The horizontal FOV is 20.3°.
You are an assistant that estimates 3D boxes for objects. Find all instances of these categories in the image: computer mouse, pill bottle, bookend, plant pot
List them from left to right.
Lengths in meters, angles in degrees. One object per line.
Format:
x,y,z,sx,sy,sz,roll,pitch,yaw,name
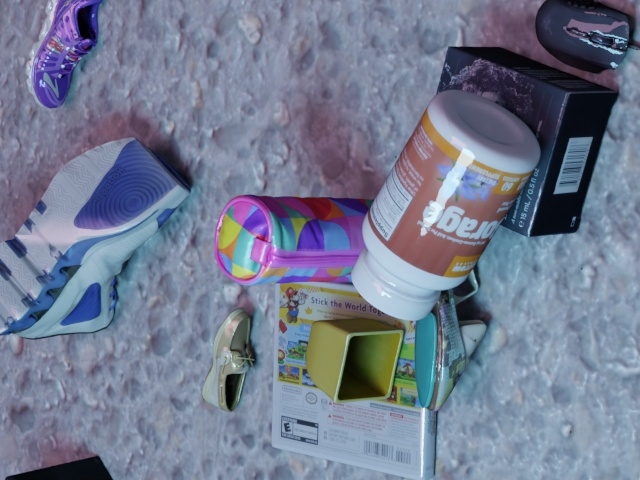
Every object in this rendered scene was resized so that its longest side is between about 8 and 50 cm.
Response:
-0.362,0.362,2.293,0.157,0.156,0.072,-50,64,32,bookend
0.028,0.123,1.962,0.083,0.081,0.081,28,112,46,plant pot
0.117,-0.030,1.758,0.121,0.121,0.216,46,123,28,pill bottle
0.307,-0.187,1.756,0.242,0.041,0.071,23,108,36,computer mouse

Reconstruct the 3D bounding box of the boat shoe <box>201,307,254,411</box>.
-0.102,0.144,2.128,0.045,0.050,0.135,33,124,30,boat shoe

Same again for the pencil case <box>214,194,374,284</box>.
0.000,0.000,1.913,0.104,0.236,0.104,0,91,48,pencil case

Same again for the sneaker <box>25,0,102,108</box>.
-0.321,-0.244,2.264,0.071,0.068,0.170,28,111,29,sneaker

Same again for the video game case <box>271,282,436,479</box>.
0.037,0.151,2.025,0.227,0.026,0.206,7,99,40,video game case

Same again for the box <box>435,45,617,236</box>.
0.196,-0.103,1.824,0.158,0.093,0.156,26,110,37,box

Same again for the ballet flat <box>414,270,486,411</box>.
0.133,0.069,1.902,0.077,0.079,0.221,161,102,-72,ballet flat

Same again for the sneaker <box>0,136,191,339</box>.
-0.294,0.015,2.229,0.315,0.182,0.127,-40,67,3,sneaker
